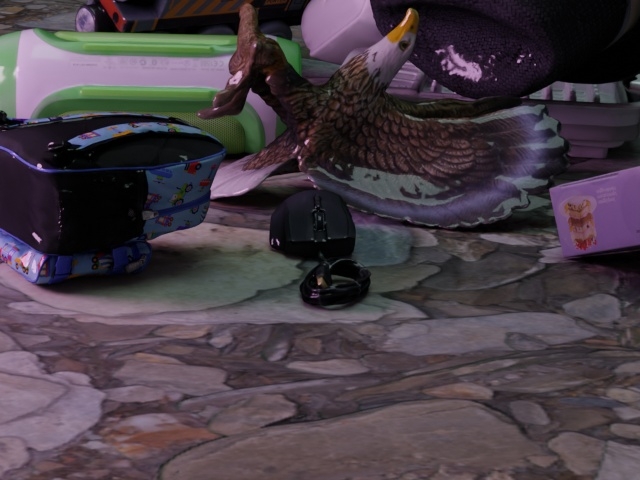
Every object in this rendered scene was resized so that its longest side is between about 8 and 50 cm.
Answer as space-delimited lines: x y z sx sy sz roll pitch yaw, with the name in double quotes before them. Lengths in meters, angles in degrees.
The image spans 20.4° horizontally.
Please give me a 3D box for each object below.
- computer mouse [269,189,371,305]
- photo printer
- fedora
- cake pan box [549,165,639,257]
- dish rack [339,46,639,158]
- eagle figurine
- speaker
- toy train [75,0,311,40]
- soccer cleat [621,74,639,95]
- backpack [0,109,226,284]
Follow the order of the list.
"computer mouse" 0.000 0.000 1.409 0.071 0.041 0.242 1 16 -7
"photo printer" 0.134 -0.271 2.099 0.256 0.107 0.307 6 -7 -14
"fedora" 0.167 -0.239 1.743 0.334 0.334 0.152 15 51 40
"cake pan box" 0.357 -0.040 1.398 0.245 0.070 0.267 -8 -2 -29
"dish rack" 0.187 -0.149 1.922 0.332 0.072 0.285 3 14 6
"eagle figurine" 0.055 -0.105 1.617 0.298 0.225 0.226 28 55 -14
"speaker" -0.169 -0.146 1.764 0.296 0.131 0.131 1 15 -3
"toy train" -0.142 -0.311 2.197 0.334 0.190 0.142 -10 53 -36
"soccer cleat" 0.325 -0.165 1.827 0.035 0.029 0.083 6 20 -4
"backpack" -0.165 -0.040 1.389 0.173 0.117 0.158 -9 18 -32
